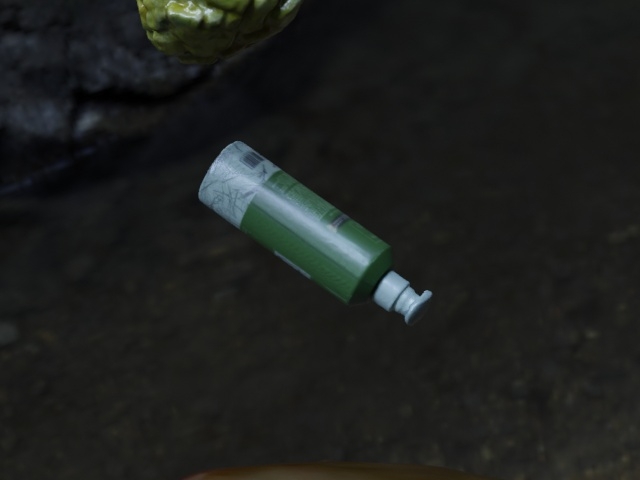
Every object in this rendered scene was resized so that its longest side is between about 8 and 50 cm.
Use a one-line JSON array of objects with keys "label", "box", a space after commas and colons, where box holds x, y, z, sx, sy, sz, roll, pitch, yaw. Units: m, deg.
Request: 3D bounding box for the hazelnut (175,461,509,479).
[{"label": "hazelnut", "box": [0.051, 0.257, 0.427, 0.429, 0.402, 0.402, 26, 49, 20]}]

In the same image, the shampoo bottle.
[{"label": "shampoo bottle", "box": [0.000, 0.000, 1.240, 0.204, 0.065, 0.065, 35, 53, 13]}]

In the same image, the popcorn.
[{"label": "popcorn", "box": [-0.079, -0.188, 1.131, 0.116, 0.120, 0.106, -10, 67, -34]}]
